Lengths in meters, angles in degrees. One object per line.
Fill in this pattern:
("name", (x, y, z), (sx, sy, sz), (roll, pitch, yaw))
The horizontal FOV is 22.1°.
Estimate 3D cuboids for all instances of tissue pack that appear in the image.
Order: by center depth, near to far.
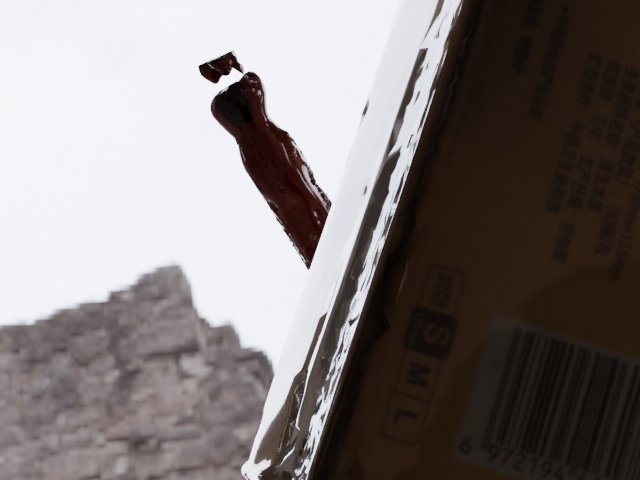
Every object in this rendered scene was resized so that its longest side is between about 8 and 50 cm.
("tissue pack", (0.115, -0.018, 0.630), (0.238, 0.238, 0.305), (22, -99, -26))

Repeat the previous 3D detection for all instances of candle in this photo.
("candle", (0.000, 0.000, 1.262), (0.048, 0.051, 0.329), (-28, -84, 45))
